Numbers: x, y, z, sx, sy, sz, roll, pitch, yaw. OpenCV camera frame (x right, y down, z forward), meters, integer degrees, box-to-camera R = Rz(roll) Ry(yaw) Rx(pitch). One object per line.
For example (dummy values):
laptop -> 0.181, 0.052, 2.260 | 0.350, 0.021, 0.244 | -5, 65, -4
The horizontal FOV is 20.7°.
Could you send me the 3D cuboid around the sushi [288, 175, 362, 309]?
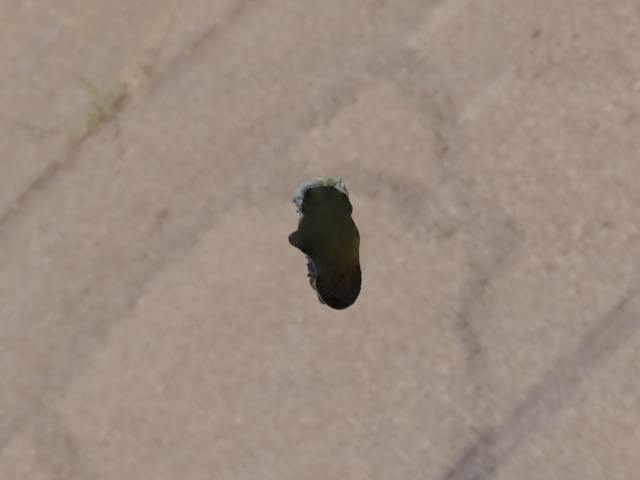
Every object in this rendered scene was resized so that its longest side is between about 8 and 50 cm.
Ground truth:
sushi -> 0.000, 0.000, 1.070 | 0.044, 0.083, 0.046 | -8, 15, -7
